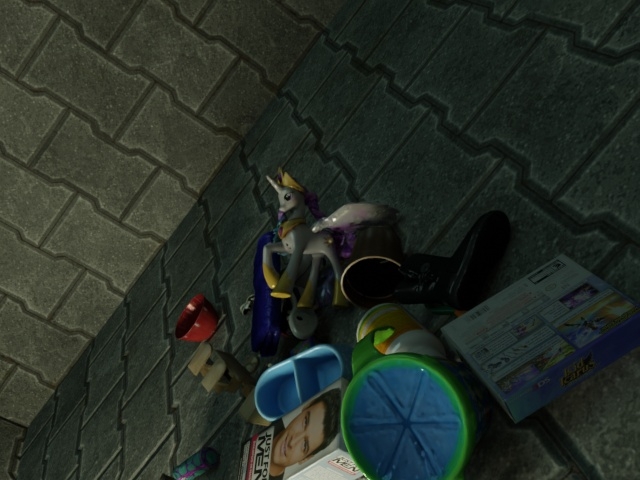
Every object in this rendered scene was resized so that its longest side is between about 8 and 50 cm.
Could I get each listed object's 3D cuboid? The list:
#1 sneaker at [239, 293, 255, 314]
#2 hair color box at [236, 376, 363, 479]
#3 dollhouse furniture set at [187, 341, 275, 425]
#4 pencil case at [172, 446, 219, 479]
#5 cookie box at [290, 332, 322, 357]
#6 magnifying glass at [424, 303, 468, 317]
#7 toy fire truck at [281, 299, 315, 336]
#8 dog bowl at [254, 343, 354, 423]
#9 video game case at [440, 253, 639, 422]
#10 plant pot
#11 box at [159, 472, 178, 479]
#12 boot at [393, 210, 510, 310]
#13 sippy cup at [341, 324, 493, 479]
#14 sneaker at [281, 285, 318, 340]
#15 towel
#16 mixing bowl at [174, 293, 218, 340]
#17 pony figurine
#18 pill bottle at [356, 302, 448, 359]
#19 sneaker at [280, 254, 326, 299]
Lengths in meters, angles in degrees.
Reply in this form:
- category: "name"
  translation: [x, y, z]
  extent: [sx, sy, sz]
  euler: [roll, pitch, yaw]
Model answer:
- category: "sneaker"
  translation: [-0.237, 0.216, 2.474]
  extent: [0.083, 0.032, 0.037]
  euler: [-52, 38, 22]
- category: "hair color box"
  translation: [-0.039, 0.485, 1.667]
  extent: [0.374, 0.113, 0.185]
  euler: [-40, 29, 32]
- category: "dollhouse furniture set"
  translation: [-0.192, 0.359, 2.004]
  extent: [0.242, 0.212, 0.161]
  euler: [39, 97, 39]
- category: "pencil case"
  translation: [-0.358, 0.649, 2.117]
  extent: [0.152, 0.064, 0.070]
  euler: [-41, 13, 32]
- category: "cookie box"
  translation: [-0.033, 0.308, 1.960]
  extent: [0.092, 0.040, 0.107]
  euler: [-47, 26, 16]
- category: "magnifying glass"
  translation: [0.288, 0.140, 1.591]
  extent: [0.092, 0.026, 0.231]
  euler: [-54, 25, 5]
- category: "toy fire truck"
  translation: [-0.097, 0.214, 2.186]
  extent: [0.192, 0.047, 0.135]
  euler: [-51, 25, 12]
- category: "dog bowl"
  translation: [-0.036, 0.348, 1.770]
  extent: [0.297, 0.074, 0.166]
  euler: [-29, 55, 26]
- category: "video game case"
  translation: [0.374, 0.155, 1.250]
  extent: [0.269, 0.061, 0.244]
  euler: [-31, 25, -2]
- category: "plant pot"
  translation: [0.140, 0.059, 1.819]
  extent: [0.167, 0.167, 0.165]
  euler: [-42, 20, 29]
- category: "box"
  translation: [-0.375, 0.754, 1.797]
  extent: [0.290, 0.177, 0.279]
  euler: [-64, 6, -16]
- category: "boot"
  translation: [0.279, 0.038, 1.607]
  extent: [0.207, 0.094, 0.246]
  euler: [5, 61, 54]
- category: "sippy cup"
  translation: [0.188, 0.301, 1.282]
  extent: [0.240, 0.224, 0.305]
  euler: [-4, 87, 31]
- category: "sneaker"
  translation: [-0.065, 0.233, 2.013]
  extent: [0.217, 0.079, 0.121]
  euler: [-98, 26, -59]
- category: "towel"
  translation: [-0.156, 0.153, 2.080]
  extent: [0.227, 0.076, 0.308]
  euler: [104, 165, -60]
- category: "mixing bowl"
  translation: [-0.432, 0.293, 2.650]
  extent: [0.181, 0.098, 0.181]
  euler: [-43, 28, 29]
- category: "pony figurine"
  translation: [0.000, 0.000, 1.987]
  extent: [0.303, 0.351, 0.363]
  euler: [-26, 57, 54]
- category: "pill bottle"
  translation: [0.178, 0.234, 1.541]
  extent: [0.136, 0.136, 0.246]
  euler: [-55, 24, 3]
- category: "sneaker"
  translation: [-0.074, 0.123, 2.209]
  extent: [0.258, 0.091, 0.094]
  euler: [-45, 32, 44]
